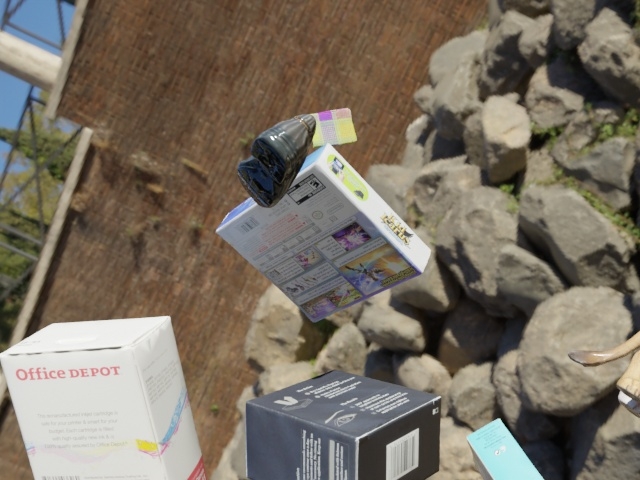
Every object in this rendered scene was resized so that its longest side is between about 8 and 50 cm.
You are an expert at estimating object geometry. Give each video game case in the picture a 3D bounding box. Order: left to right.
[{"bbox_3d":[0.000,0.000,1.167,0.269,0.244,0.061,-29,22,42],"label":"video game case"}]

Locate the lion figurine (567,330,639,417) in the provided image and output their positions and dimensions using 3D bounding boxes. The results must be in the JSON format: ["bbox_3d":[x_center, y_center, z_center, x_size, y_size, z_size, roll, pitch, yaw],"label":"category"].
[{"bbox_3d":[0.413,0.087,0.631,0.240,0.142,0.392,-53,26,-4],"label":"lion figurine"}]

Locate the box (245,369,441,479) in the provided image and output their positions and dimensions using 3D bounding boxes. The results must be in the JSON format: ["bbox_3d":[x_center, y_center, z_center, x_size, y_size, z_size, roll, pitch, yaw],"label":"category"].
[{"bbox_3d":[0.026,0.216,0.785,0.156,0.158,0.093,-8,-79,-48],"label":"box"}]

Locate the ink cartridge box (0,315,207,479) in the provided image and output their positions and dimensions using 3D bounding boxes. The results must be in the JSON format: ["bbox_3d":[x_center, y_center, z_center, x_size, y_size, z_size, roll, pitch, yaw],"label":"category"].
[{"bbox_3d":[-0.314,0.280,1.071,0.131,0.226,0.306,-43,-54,-70],"label":"ink cartridge box"}]

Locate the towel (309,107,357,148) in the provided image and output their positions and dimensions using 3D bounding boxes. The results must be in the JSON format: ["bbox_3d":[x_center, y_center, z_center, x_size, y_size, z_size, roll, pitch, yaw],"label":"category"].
[{"bbox_3d":[0.020,-0.185,1.187,0.009,0.083,0.060,-13,90,67],"label":"towel"}]

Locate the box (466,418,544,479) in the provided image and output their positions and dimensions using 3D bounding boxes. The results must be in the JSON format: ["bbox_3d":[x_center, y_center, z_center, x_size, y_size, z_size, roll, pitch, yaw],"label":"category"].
[{"bbox_3d":[0.297,0.377,0.998,0.244,0.060,0.101,57,174,45],"label":"box"}]

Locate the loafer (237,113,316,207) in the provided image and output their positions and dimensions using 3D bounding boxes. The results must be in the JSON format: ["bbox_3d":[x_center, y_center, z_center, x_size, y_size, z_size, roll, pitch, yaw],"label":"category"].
[{"bbox_3d":[-0.045,-0.082,0.770,0.061,0.062,0.170,-42,4,-22],"label":"loafer"}]
